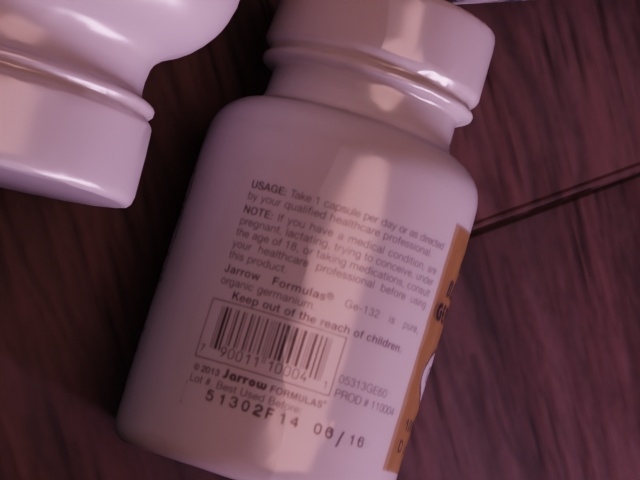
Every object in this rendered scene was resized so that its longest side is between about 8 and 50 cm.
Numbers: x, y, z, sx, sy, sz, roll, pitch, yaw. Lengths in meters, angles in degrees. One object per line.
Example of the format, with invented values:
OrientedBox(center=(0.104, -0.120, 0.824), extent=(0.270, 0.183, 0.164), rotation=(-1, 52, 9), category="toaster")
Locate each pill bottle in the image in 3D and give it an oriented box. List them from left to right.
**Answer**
OrientedBox(center=(-0.106, -0.190, 0.773), extent=(0.188, 0.188, 0.334), rotation=(16, 85, -26), category="pill bottle")
OrientedBox(center=(0.000, 0.000, 0.864), extent=(0.131, 0.131, 0.229), rotation=(20, 83, -25), category="pill bottle")

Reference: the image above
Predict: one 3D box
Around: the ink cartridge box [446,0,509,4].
OrientedBox(center=(0.126, -0.196, 0.913), extent=(0.212, 0.093, 0.154), rotation=(-5, 94, -11), category="ink cartridge box")
